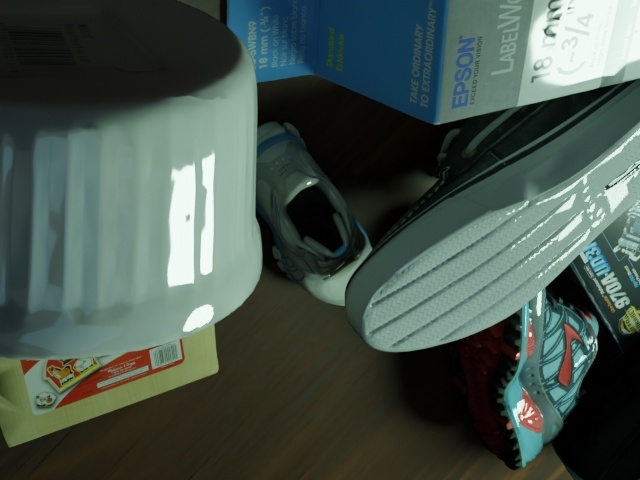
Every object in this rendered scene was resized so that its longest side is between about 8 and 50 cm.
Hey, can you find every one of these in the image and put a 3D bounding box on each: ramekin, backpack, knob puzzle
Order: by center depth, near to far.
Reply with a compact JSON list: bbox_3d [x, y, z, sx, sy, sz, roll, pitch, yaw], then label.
[{"bbox_3d":[-0.165,-0.057,0.892,0.277,0.277,0.135,-7,118,-27],"label":"ramekin"},{"bbox_3d":[-0.167,0.046,1.128,0.213,0.030,0.213,-16,131,-20],"label":"knob puzzle"},{"bbox_3d":[0.313,0.178,1.426,0.188,0.166,0.144,-32,124,-3],"label":"backpack"}]

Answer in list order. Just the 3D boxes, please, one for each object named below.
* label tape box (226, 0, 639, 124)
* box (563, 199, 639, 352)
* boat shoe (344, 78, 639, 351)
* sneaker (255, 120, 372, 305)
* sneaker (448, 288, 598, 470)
[{"bbox_3d":[0.110,-0.209,1.050,0.334,0.106,0.240,-14,129,-22],"label":"label tape box"},{"bbox_3d":[0.279,-0.025,1.330,0.175,0.051,0.220,-39,134,1],"label":"box"},{"bbox_3d":[0.144,-0.041,1.190,0.335,0.119,0.121,-34,138,-14],"label":"boat shoe"},{"bbox_3d":[0.000,0.000,1.160,0.071,0.083,0.190,-38,136,-2],"label":"sneaker"},{"bbox_3d":[0.175,0.076,1.329,0.125,0.104,0.262,-34,143,-20],"label":"sneaker"}]
